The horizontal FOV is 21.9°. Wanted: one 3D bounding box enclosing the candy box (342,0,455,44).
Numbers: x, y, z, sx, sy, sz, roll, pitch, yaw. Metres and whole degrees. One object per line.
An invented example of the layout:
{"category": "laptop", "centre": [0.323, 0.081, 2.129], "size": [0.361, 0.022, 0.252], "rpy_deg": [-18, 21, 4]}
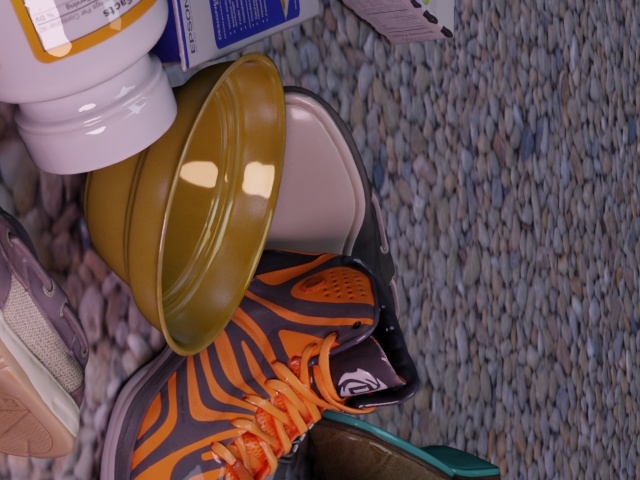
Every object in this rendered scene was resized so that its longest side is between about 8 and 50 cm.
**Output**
{"category": "candy box", "centre": [0.065, -0.298, 1.577], "size": [0.196, 0.070, 0.165], "rpy_deg": [27, 63, -60]}

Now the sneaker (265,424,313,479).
{"category": "sneaker", "centre": [-0.033, 0.147, 1.337], "size": [0.061, 0.065, 0.158], "rpy_deg": [25, 65, -61]}

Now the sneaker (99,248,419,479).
{"category": "sneaker", "centre": [-0.036, 0.120, 1.205], "size": [0.124, 0.180, 0.321], "rpy_deg": [61, 36, -41]}

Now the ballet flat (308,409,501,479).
{"category": "ballet flat", "centre": [0.072, 0.240, 1.521], "size": [0.342, 0.116, 0.124], "rpy_deg": [29, 82, -64]}

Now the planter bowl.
{"category": "planter bowl", "centre": [-0.105, -0.035, 1.158], "size": [0.217, 0.090, 0.217], "rpy_deg": [15, 90, -75]}

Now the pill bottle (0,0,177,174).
{"category": "pill bottle", "centre": [-0.174, -0.170, 1.009], "size": [0.136, 0.136, 0.245], "rpy_deg": [-59, 138, -49]}

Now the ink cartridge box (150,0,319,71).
{"category": "ink cartridge box", "centre": [-0.079, -0.230, 1.212], "size": [0.371, 0.069, 0.175], "rpy_deg": [-49, 132, -73]}

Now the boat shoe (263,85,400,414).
{"category": "boat shoe", "centre": [0.000, 0.000, 1.393], "size": [0.095, 0.112, 0.335], "rpy_deg": [-87, 165, -53]}

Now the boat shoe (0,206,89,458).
{"category": "boat shoe", "centre": [-0.212, 0.020, 0.963], "size": [0.285, 0.103, 0.092], "rpy_deg": [64, 29, -45]}
